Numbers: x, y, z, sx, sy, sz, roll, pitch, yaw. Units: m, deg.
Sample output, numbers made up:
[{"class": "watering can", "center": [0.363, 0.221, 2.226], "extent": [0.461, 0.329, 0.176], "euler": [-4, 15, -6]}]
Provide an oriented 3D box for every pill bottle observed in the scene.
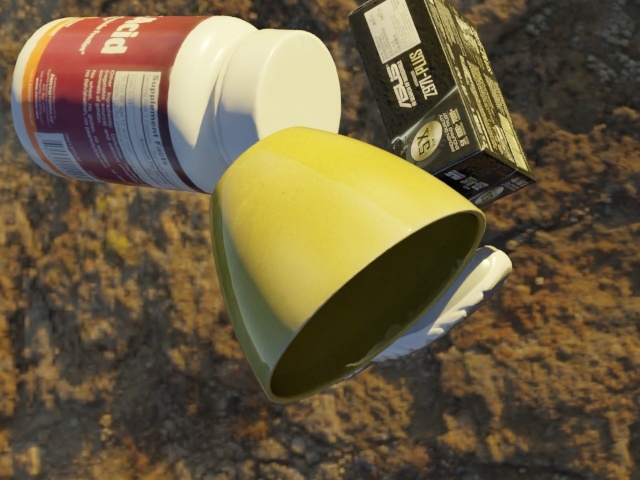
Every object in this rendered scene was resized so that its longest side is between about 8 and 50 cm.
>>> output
[{"class": "pill bottle", "center": [-0.187, -0.177, 1.300], "extent": [0.392, 0.224, 0.224], "euler": [7, 92, 31]}]

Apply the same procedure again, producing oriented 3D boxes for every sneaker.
[{"class": "sneaker", "center": [0.067, 0.064, 1.053], "extent": [0.281, 0.105, 0.115], "euler": [-29, 87, 32]}]

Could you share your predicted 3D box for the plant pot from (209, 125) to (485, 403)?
[{"class": "plant pot", "center": [0.000, 0.000, 0.495], "extent": [0.095, 0.134, 0.134], "euler": [50, 120, 21]}]

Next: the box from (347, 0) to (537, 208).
[{"class": "box", "center": [0.114, -0.131, 0.931], "extent": [0.077, 0.147, 0.180], "euler": [-26, 71, 25]}]
